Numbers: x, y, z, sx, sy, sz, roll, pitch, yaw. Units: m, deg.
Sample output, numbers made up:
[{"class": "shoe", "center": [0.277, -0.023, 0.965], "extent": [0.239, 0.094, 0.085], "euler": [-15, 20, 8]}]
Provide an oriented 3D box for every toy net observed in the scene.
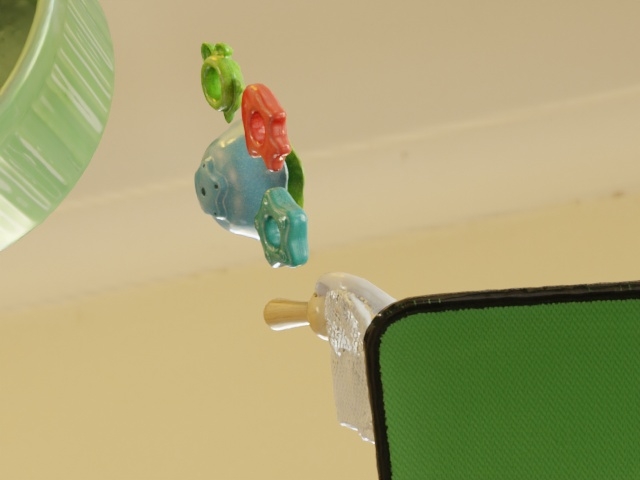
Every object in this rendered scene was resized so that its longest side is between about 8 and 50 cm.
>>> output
[{"class": "toy net", "center": [0.000, 0.000, 0.941], "extent": [0.045, 0.232, 0.122], "euler": [-13, -45, -27]}]

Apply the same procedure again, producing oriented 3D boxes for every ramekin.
[{"class": "ramekin", "center": [-0.291, -0.122, 1.314], "extent": [0.303, 0.303, 0.148], "euler": [-15, -27, 13]}]

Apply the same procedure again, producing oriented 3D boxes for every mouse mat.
[{"class": "mouse mat", "center": [0.093, 0.090, 0.478], "extent": [0.152, 0.007, 0.190], "euler": [-4, -60, 5]}]
